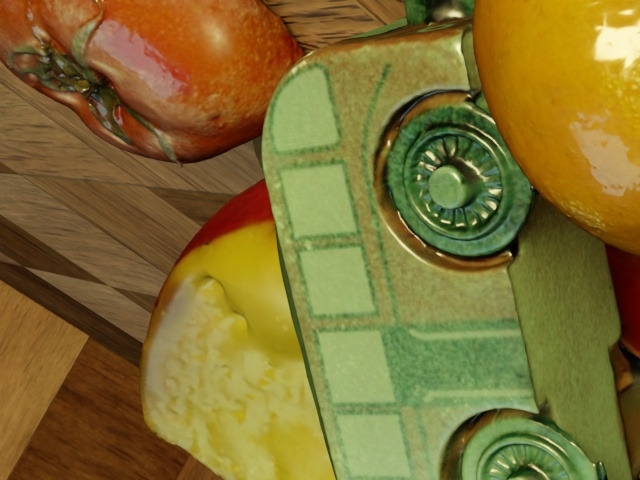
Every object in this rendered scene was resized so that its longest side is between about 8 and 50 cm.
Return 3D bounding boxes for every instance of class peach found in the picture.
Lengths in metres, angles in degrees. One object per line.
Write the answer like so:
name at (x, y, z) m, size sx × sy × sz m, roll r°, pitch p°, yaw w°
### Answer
peach at (0.104, 0.084, 0.946) m, size 0.380 × 0.242 × 0.306 m, roll 33°, pitch 126°, yaw 21°

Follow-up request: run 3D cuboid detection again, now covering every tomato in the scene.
tomato at (-0.128, -0.124, 0.961) m, size 0.237 × 0.095 × 0.237 m, roll 27°, pitch 166°, yaw 7°

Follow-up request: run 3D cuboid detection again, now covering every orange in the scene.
orange at (0.132, -0.070, 0.555) m, size 0.134 × 0.154 × 0.155 m, roll -34°, pitch 126°, yaw 27°

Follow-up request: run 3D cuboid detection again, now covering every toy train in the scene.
toy train at (0.072, 0.026, 0.727) m, size 0.159 × 0.129 × 0.326 m, roll -6°, pitch 105°, yaw 31°

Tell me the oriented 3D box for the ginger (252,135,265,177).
ginger at (-0.001, -0.004, 1.122) m, size 0.193 × 0.122 × 0.115 m, roll 40°, pitch -177°, yaw -22°
